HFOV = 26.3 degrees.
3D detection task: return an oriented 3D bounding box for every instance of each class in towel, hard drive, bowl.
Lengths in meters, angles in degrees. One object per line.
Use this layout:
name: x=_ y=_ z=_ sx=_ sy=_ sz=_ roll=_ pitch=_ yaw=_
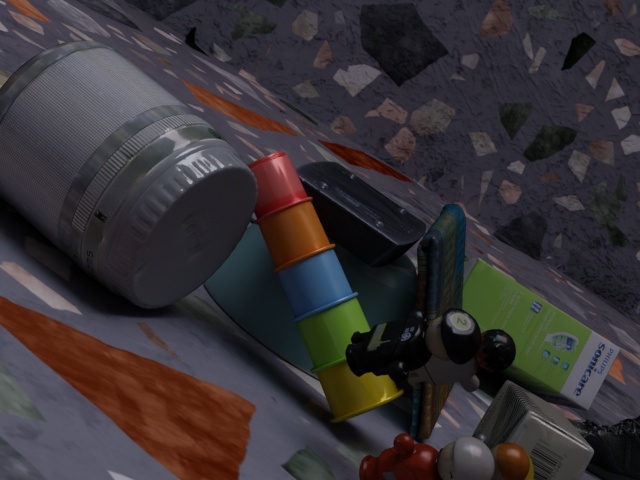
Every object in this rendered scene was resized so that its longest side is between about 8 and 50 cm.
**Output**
towel: x=0.161 y=0.098 z=1.880 sx=0.040 sy=0.272 sz=0.370 roll=3 pitch=8 yaw=11
hard drive: x=0.044 y=-0.035 z=1.745 sx=0.172 sy=0.054 sz=0.254 roll=35 pitch=12 yaw=6
bowl: x=0.011 y=0.055 z=1.832 sx=0.311 sy=0.163 sz=0.311 roll=31 pitch=12 yaw=-7

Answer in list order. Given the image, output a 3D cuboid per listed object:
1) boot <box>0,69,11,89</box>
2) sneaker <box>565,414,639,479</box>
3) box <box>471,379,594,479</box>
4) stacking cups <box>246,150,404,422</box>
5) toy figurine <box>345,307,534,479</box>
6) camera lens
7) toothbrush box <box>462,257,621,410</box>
boot: x=-0.448 y=-0.174 z=1.696 sx=0.203 sy=0.095 sz=0.262 roll=23 pitch=11 yaw=-47
sneaker: x=0.450 y=0.301 z=2.114 sx=0.227 sy=0.130 sz=0.087 roll=31 pitch=10 yaw=-4
box: x=0.257 y=0.258 z=1.705 sx=0.094 sy=0.113 sz=0.275 roll=31 pitch=2 yaw=1
stacking cups: x=0.000 y=0.048 z=1.596 sx=0.316 sy=0.096 sz=0.096 roll=69 pitch=16 yaw=3
toy figurine: x=0.140 y=0.183 z=1.489 sx=0.209 sy=0.148 sz=0.213 roll=19 pitch=62 yaw=-58
camera lens: x=-0.236 y=-0.081 z=1.561 sx=0.274 sy=0.219 sz=0.219 roll=38 pitch=12 yaw=23
toothbrush box: x=0.304 y=0.149 z=2.206 sx=0.283 sy=0.122 sz=0.206 roll=33 pitch=-9 yaw=-10
